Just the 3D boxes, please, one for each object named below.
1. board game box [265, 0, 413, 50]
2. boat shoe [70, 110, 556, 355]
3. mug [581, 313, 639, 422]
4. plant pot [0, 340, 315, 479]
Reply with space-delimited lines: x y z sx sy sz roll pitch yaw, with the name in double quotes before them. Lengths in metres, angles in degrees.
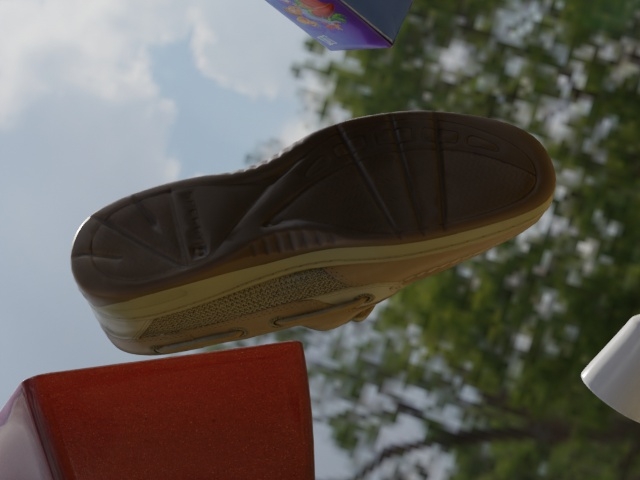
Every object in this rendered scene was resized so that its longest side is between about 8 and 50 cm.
"board game box" -0.043 -0.320 1.318 0.347 0.078 0.233 35 -108 -32
"boat shoe" 0.000 0.000 1.367 0.110 0.341 0.122 72 -172 -50
"mug" 0.220 0.081 1.344 0.062 0.078 0.064 20 -71 -37
"plant pot" -0.148 0.261 1.728 0.267 0.267 0.236 -47 55 54
